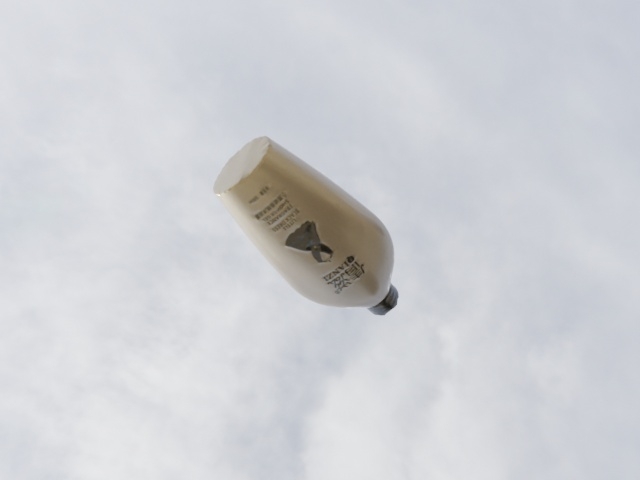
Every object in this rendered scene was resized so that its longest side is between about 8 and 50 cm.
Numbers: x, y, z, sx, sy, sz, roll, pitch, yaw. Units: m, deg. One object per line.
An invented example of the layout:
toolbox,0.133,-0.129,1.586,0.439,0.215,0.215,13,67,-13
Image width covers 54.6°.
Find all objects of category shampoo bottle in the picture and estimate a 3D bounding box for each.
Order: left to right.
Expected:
shampoo bottle,0.000,0.000,0.683,0.127,0.078,0.257,-40,-57,12
